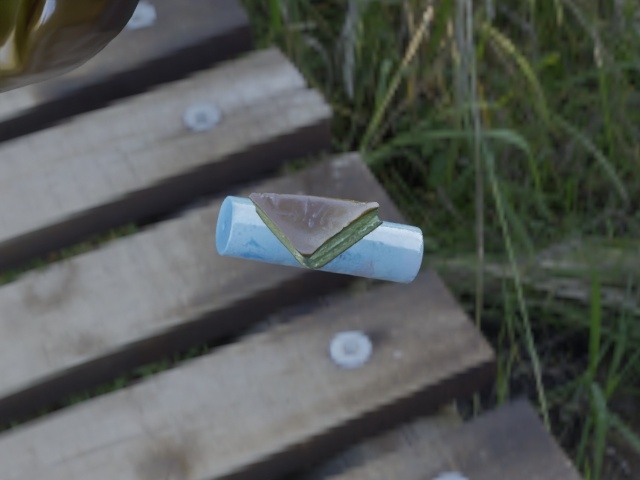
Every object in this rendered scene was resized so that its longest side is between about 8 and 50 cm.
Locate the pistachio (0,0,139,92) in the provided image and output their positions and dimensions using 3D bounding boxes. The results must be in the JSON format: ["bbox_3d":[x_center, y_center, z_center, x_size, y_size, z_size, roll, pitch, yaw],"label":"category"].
[{"bbox_3d":[-0.123,-0.124,0.478,0.210,0.130,0.165,37,34,4],"label":"pistachio"}]

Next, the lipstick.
[{"bbox_3d":[0.000,0.000,1.414,0.158,0.048,0.048,9,51,-18],"label":"lipstick"}]

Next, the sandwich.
[{"bbox_3d":[-0.005,-0.004,1.134,0.083,0.031,0.044,5,65,10],"label":"sandwich"}]
